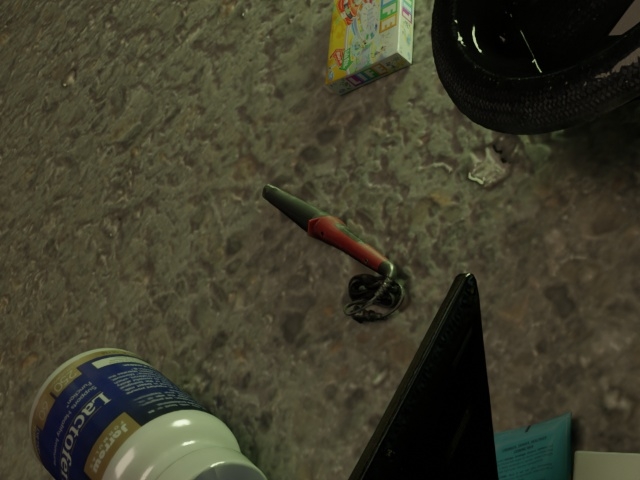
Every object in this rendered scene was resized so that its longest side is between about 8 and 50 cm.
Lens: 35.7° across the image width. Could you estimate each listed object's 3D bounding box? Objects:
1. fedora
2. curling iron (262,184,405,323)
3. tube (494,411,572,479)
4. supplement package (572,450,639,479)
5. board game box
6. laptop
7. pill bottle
[{"bbox_3d":[0.254,-0.211,0.802,0.334,0.152,0.334,-26,52,38],"label":"fedora"},{"bbox_3d":[0.000,0.000,1.026,0.068,0.035,0.274,-53,41,7],"label":"curling iron"},{"bbox_3d":[0.156,0.228,0.724,0.080,0.052,0.207,-22,47,33],"label":"tube"},{"bbox_3d":[0.218,0.230,0.611,0.105,0.105,0.179,-8,62,44],"label":"supplement package"},{"bbox_3d":[0.058,-0.249,1.125,0.103,0.026,0.154,-18,55,37],"label":"board game box"},{"bbox_3d":[-0.057,0.270,0.630,0.236,0.408,0.382,11,46,26],"label":"laptop"},{"bbox_3d":[-0.170,0.218,0.979,0.264,0.153,0.153,23,84,49],"label":"pill bottle"}]
